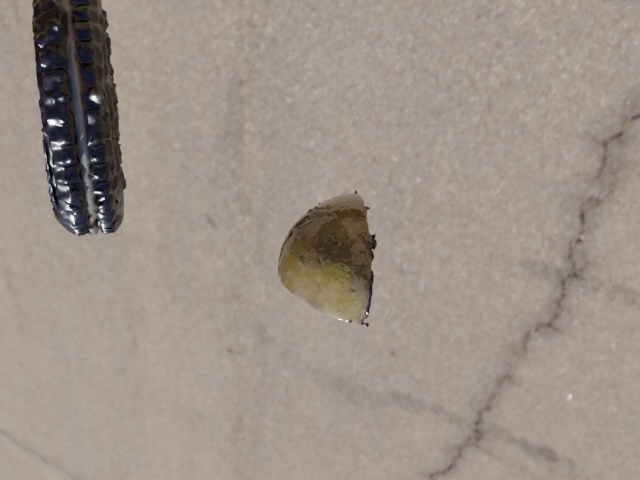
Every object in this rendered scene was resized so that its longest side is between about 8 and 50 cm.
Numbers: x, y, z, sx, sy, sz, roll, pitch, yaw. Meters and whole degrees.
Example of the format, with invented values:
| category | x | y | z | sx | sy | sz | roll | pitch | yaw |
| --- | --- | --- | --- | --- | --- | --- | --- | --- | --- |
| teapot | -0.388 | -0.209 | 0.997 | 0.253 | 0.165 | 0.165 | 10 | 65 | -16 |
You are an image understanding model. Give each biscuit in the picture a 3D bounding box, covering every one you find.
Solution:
| category | x | y | z | sx | sy | sz | roll | pitch | yaw |
| --- | --- | --- | --- | --- | --- | --- | --- | --- | --- |
| biscuit | -0.171 | -0.095 | 0.756 | 0.053 | 0.194 | 0.194 | -6 | 144 | -10 |

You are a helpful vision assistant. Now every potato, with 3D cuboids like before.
| category | x | y | z | sx | sy | sz | roll | pitch | yaw |
| --- | --- | --- | --- | --- | --- | --- | --- | --- | --- |
| potato | 0.000 | -0.001 | 0.454 | 0.036 | 0.093 | 0.037 | 5 | 111 | -8 |
